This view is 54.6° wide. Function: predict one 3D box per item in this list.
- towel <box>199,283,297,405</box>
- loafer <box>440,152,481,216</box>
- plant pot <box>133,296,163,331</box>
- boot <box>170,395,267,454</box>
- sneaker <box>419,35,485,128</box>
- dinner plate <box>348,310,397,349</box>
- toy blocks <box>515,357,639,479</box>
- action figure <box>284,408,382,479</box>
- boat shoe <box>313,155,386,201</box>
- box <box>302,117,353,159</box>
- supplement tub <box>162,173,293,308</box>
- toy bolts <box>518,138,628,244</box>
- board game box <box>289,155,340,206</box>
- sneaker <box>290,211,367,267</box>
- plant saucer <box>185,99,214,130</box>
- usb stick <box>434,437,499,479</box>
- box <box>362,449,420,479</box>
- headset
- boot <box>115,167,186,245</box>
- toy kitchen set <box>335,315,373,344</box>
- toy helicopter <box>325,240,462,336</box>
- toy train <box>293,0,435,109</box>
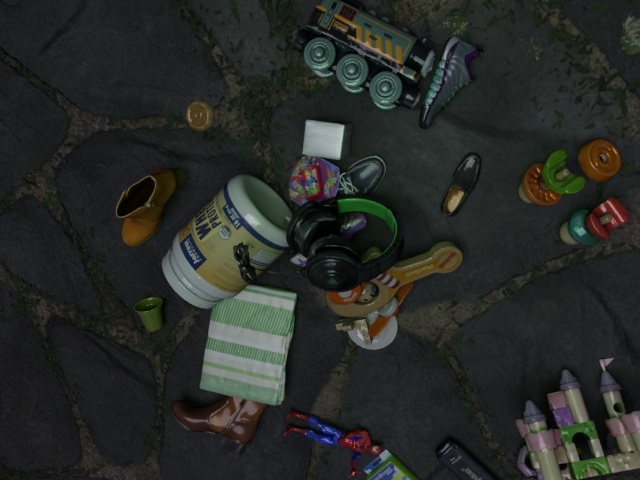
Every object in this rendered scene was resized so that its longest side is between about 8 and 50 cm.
[{"bbox_3d":[-0.199,0.282,1.736,0.247,0.038,0.325,10,95,11],"label":"towel"},{"bbox_3d":[0.345,-0.131,1.514,0.062,0.061,0.170,22,107,9],"label":"loafer"},{"bbox_3d":[-0.492,0.220,1.805,0.083,0.083,0.079,-1,114,14],"label":"plant pot"},{"bbox_3d":[-0.276,0.450,1.795,0.264,0.096,0.280,29,106,10],"label":"boot"},{"bbox_3d":[0.307,-0.361,1.460,0.098,0.083,0.224,20,107,3],"label":"sneaker"},{"bbox_3d":[0.137,0.232,1.680,0.141,0.017,0.141,4,106,13],"label":"dinner plate"},{"bbox_3d":[0.623,0.450,1.534,0.288,0.309,0.260,-14,67,5],"label":"toy blocks"},{"bbox_3d":[0.031,0.566,1.728,0.280,0.139,0.091,12,107,8],"label":"action figure"},{"bbox_3d":[0.058,-0.122,1.579,0.254,0.079,0.095,-33,92,19],"label":"boat shoe"},{"bbox_3d":[0.019,-0.254,1.545,0.102,0.101,0.087,10,106,13],"label":"box"},{"bbox_3d":[-0.236,0.008,1.605,0.316,0.228,0.228,-42,91,19],"label":"supplement tub"},{"bbox_3d":[0.598,-0.102,1.449,0.218,0.158,0.228,-28,84,-22],"label":"toy bolts"},{"bbox_3d":[-0.028,-0.149,1.571,0.168,0.033,0.133,35,103,39],"label":"board game box"},{"bbox_3d":[0.037,0.017,1.618,0.236,0.095,0.104,-36,100,24],"label":"sneaker"},{"bbox_3d":[-0.325,-0.334,1.656,0.083,0.015,0.083,3,104,13],"label":"plant saucer"},{"bbox_3d":[0.434,0.654,1.693,0.278,0.045,0.077,43,110,1],"label":"usb stick"},{"bbox_3d":[0.215,0.692,1.759,0.178,0.042,0.109,43,109,0],"label":"box"},{"bbox_3d":[0.000,0.000,1.418,0.394,0.243,0.185,-23,138,-9],"label":"headset"},{"bbox_3d":[-0.491,-0.080,1.656,0.104,0.211,0.295,43,109,2],"label":"boot"},{"bbox_3d":[0.087,0.249,1.650,0.083,0.068,0.075,-12,101,16],"label":"toy kitchen set"},{"bbox_3d":[0.188,0.104,1.558,0.355,0.140,0.235,-20,122,6],"label":"toy helicopter"},{"bbox_3d":[0.105,-0.445,1.465,0.334,0.142,0.190,29,99,6],"label":"toy train"}]
